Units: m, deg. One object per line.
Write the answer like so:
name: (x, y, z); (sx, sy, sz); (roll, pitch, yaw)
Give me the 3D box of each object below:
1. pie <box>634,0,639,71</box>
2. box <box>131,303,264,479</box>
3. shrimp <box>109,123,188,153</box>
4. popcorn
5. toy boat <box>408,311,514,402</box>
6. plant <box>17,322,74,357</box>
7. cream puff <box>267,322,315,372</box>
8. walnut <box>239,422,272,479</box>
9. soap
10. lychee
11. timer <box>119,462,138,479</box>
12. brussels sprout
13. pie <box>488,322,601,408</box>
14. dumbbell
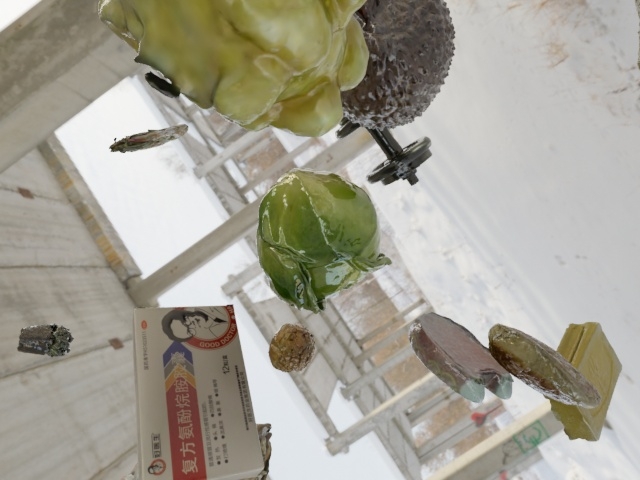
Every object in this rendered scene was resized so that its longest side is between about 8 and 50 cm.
pie: (0.312, -0.169, 0.235); (0.315, 0.315, 0.092); (53, -167, -31)
box: (-0.251, 0.294, 0.907); (0.214, 0.069, 0.353); (2, -131, -28)
shrimp: (-0.389, -0.235, 1.046); (0.101, 0.190, 0.042); (-10, 104, 55)
popcorn: (-0.075, -0.214, 0.393); (0.286, 0.215, 0.252); (49, 160, 41)
toy boat: (0.257, 0.235, 0.898); (0.155, 0.085, 0.227); (5, -153, -32)
plant: (-0.809, 0.294, 1.356); (0.143, 0.092, 0.094); (11, -165, -28)
cream puff: (-0.077, 0.324, 1.368); (0.165, 0.115, 0.150); (-49, -42, -45)
walnut: (-0.235, 0.688, 1.483); (0.238, 0.141, 0.204); (84, -165, -58)
soap: (0.764, 0.398, 1.332); (0.091, 0.315, 0.199); (-19, 104, 52)
lychee: (0.120, -0.366, 0.893); (0.300, 0.300, 0.300); (55, -176, -5)
timer: (-0.472, 0.756, 1.224); (0.291, 0.291, 0.315); (51, -156, -49)
brussels sprout: (-0.002, 0.000, 0.941); (0.227, 0.260, 0.294); (49, -156, -68)
pie: (0.368, 0.209, 0.769); (0.193, 0.079, 0.163); (36, 178, 21)
dumbbell: (0.156, -0.259, 1.156); (0.290, 0.192, 0.192); (53, -176, -9)
